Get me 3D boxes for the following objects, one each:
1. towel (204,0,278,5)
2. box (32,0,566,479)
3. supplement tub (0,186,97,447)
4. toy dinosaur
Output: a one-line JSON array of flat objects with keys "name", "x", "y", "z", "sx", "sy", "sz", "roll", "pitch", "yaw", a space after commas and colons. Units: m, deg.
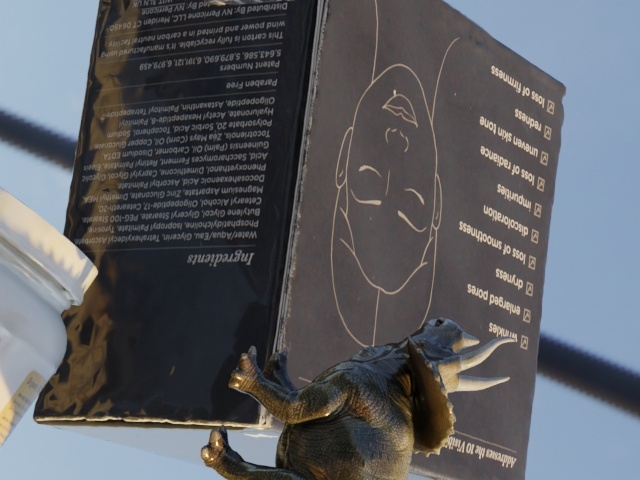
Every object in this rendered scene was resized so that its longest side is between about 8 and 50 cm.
[{"name": "towel", "x": 0.029, "y": -0.317, "z": 1.467, "sx": 0.235, "sy": 0.121, "sz": 0.283, "roll": 0, "pitch": -119, "yaw": 38}, {"name": "box", "x": 0.000, "y": 0.000, "z": 1.934, "sx": 0.297, "sy": 0.480, "sz": 0.471, "roll": -4, "pitch": -107, "yaw": 34}, {"name": "supplement tub", "x": -0.340, "y": 0.096, "z": 1.464, "sx": 0.228, "sy": 0.316, "sz": 0.228, "roll": 33, "pitch": -11, "yaw": 8}, {"name": "toy dinosaur", "x": 0.001, "y": 0.170, "z": 1.349, "sx": 0.160, "sy": 0.313, "sz": 0.121, "roll": 24, "pitch": -12, "yaw": 16}]
